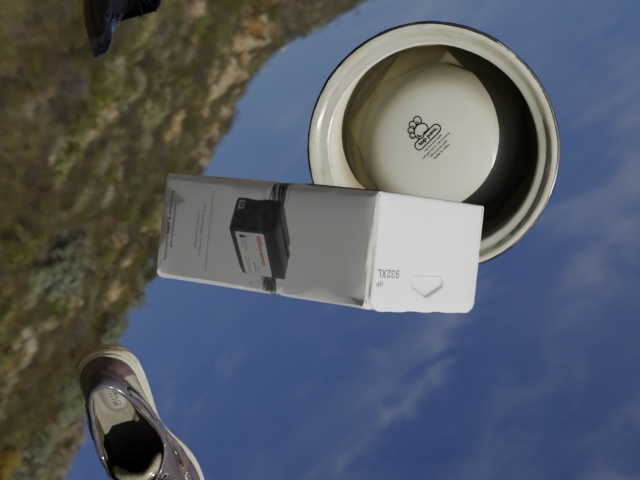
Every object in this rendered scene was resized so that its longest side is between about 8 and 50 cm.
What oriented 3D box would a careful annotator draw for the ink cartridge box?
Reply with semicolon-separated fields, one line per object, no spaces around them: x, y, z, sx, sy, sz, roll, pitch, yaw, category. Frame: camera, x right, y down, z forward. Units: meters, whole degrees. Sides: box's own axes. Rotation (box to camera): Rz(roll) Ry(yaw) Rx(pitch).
0.000;0.000;1.387;0.308;0.129;0.223;7;-178;37;ink cartridge box

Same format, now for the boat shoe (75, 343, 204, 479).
-0.215;0.259;1.435;0.103;0.285;0.092;-17;-154;5;boat shoe

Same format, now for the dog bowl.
0.193;-0.159;1.994;0.408;0.407;0.150;-27;-175;17;dog bowl

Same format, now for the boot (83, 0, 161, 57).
-0.265;-0.334;1.635;0.106;0.082;0.219;-3;-128;-3;boot
